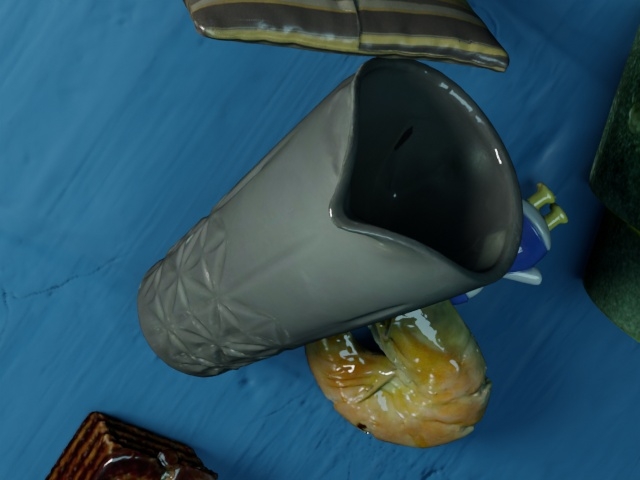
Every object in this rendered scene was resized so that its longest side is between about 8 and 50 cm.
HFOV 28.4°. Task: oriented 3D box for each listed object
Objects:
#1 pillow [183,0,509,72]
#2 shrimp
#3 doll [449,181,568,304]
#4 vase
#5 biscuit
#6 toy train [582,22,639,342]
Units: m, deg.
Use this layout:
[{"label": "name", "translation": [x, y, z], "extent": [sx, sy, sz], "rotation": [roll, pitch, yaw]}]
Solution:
[{"label": "pillow", "translation": [-0.008, -0.177, 0.807], "extent": [0.208, 0.212, 0.052], "rotation": [3, 129, -27]}, {"label": "shrimp", "translation": [0.048, 0.069, 1.045], "extent": [0.145, 0.061, 0.267], "rotation": [-12, 124, 20]}, {"label": "doll", "translation": [0.144, 0.010, 1.071], "extent": [0.143, 0.057, 0.098], "rotation": [-39, 104, -2]}, {"label": "vase", "translation": [0.000, 0.000, 0.872], "extent": [0.251, 0.301, 0.156], "rotation": [-27, 87, -46]}, {"label": "biscuit", "translation": [-0.233, 0.314, 1.037], "extent": [0.107, 0.073, 0.388], "rotation": [28, 101, -35]}, {"label": "toy train", "translation": [0.383, -0.092, 1.071], "extent": [0.272, 0.179, 0.442], "rotation": [6, 113, -20]}]
